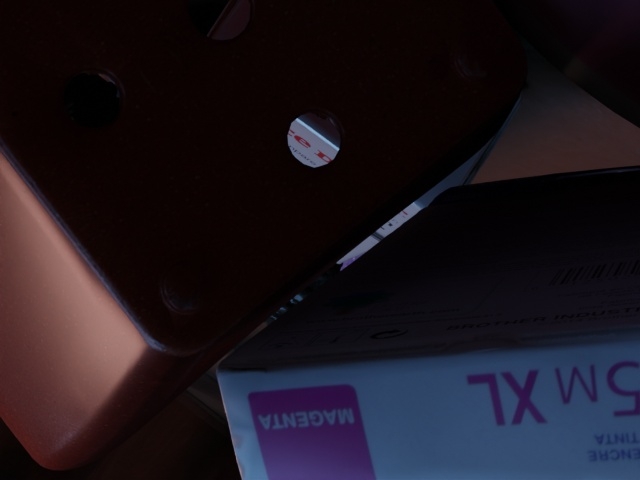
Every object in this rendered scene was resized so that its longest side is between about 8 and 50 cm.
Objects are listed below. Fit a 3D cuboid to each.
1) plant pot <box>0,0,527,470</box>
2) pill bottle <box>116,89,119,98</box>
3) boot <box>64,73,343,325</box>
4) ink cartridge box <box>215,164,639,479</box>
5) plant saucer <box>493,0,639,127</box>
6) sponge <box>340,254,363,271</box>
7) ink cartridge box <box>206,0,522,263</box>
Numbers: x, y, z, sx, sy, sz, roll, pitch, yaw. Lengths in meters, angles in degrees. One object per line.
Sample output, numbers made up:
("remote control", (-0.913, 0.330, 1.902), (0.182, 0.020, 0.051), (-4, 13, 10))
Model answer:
("plant pot", (-0.071, -0.073, 0.552), (0.267, 0.267, 0.235), (54, 162, -9))
("pill bottle", (-0.188, -0.078, 1.224), (0.119, 0.119, 0.208), (37, 166, -14))
("boot", (-0.105, 0.003, 0.970), (0.260, 0.131, 0.348), (34, -159, -15))
("ink cartridge box", (0.105, 0.021, 0.541), (0.185, 0.065, 0.311), (-7, -167, 21))
("plant saucer", (0.159, -0.109, 0.423), (0.332, 0.084, 0.332), (31, 165, 9))
("sponge", (0.000, 0.000, 1.189), (0.210, 0.031, 0.117), (31, 150, 17))
("ink cartridge box", (-0.001, -0.082, 0.832), (0.172, 0.100, 0.237), (35, 166, -7))
